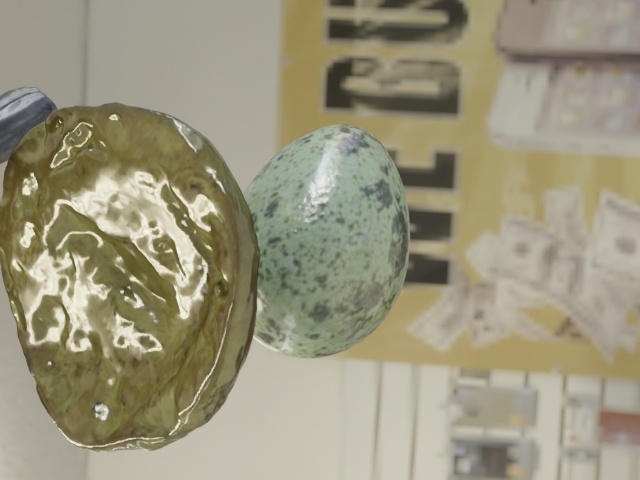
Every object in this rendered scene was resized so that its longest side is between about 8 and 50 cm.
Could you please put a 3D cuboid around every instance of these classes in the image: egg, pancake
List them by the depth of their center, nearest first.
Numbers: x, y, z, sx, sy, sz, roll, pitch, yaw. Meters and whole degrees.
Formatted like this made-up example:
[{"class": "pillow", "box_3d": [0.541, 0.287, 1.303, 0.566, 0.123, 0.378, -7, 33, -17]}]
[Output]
[{"class": "pancake", "box_3d": [-0.128, 0.020, 1.125, 0.050, 0.242, 0.241, -11, -73, -51]}, {"class": "egg", "box_3d": [0.000, 0.000, 1.244, 0.132, 0.132, 0.172, 47, -118, -79]}]

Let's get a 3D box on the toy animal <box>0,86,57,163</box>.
[{"class": "toy animal", "box_3d": [-0.333, -0.002, 1.130, 0.206, 0.081, 0.367, -44, -10, 28]}]
